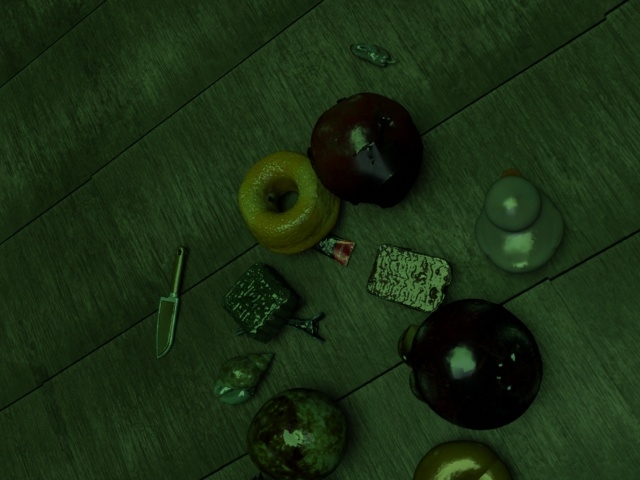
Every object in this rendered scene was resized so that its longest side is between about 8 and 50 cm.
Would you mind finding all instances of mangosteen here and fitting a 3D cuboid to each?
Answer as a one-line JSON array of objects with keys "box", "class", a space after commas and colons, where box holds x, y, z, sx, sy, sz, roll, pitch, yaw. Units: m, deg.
[{"box": [0.350, 0.284, 1.679, 0.330, 0.330, 0.330, -3, 83, 21], "class": "mangosteen"}]

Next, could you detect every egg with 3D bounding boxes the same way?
[{"box": [-0.066, 0.502, 1.841, 0.289, 0.238, 0.238, -21, 76, 28], "class": "egg"}]

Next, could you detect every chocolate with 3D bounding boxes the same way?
[{"box": [0.236, 0.098, 1.849, 0.214, 0.093, 0.148, 18, 92, 23], "class": "chocolate"}]

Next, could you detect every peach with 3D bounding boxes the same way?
[{"box": [0.343, 0.601, 1.720, 0.251, 0.153, 0.251, 0, 91, 21], "class": "peach"}]

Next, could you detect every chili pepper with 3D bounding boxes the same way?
[{"box": [0.141, -0.517, 1.990, 0.153, 0.041, 0.050, 30, 53, 22], "class": "chili pepper"}]

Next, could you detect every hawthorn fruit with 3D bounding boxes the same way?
[{"box": [0.119, -0.222, 1.837, 0.316, 0.316, 0.316, -3, 83, 21], "class": "hawthorn fruit"}]

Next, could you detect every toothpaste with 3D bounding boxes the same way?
[{"box": [0.000, 0.000, 1.982, 0.193, 0.045, 0.071, 26, 102, 17], "class": "toothpaste"}]

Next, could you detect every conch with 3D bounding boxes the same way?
[{"box": [-0.223, 0.376, 1.993, 0.116, 0.106, 0.173, 29, 114, 0], "class": "conch"}]

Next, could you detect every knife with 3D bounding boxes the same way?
[{"box": [-0.448, 0.184, 2.140, 0.061, 0.027, 0.343, 8, 89, 18], "class": "knife"}]

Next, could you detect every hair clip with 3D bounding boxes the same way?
[{"box": [-0.115, 0.240, 2.002, 0.275, 0.048, 0.083, -3, 84, 26], "class": "hair clip"}]

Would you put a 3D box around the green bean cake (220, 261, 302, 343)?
[{"box": [-0.168, 0.166, 1.974, 0.173, 0.094, 0.181, -47, 56, 4], "class": "green bean cake"}]

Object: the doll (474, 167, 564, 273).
[{"box": [0.468, -0.046, 1.715, 0.221, 0.221, 0.251, -4, 82, 21], "class": "doll"}]

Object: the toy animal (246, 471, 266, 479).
[{"box": [-0.118, 0.772, 1.794, 0.194, 0.258, 0.357, -38, 80, 11], "class": "toy animal"}]

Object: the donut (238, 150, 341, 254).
[{"box": [-0.094, -0.114, 1.961, 0.303, 0.110, 0.303, -9, 64, 19], "class": "donut"}]
